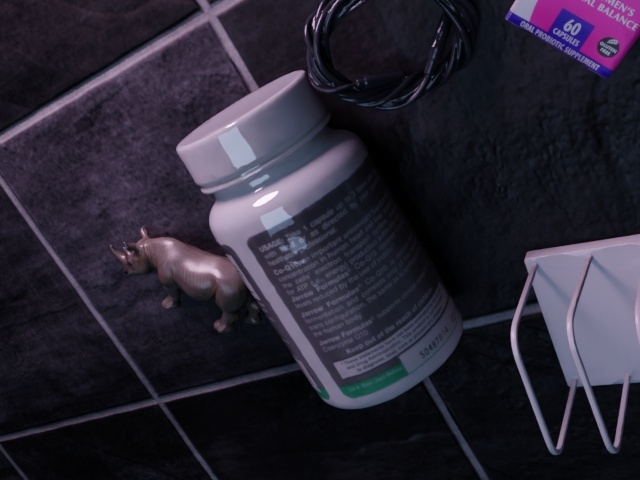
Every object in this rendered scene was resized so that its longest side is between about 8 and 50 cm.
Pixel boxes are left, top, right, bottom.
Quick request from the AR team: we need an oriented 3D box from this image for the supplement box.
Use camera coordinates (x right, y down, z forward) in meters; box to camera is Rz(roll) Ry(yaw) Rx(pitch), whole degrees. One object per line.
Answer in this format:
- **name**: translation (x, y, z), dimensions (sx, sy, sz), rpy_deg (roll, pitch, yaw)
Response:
- **supplement box**: translation (0.273, -0.272, 0.726), dimensions (0.111, 0.114, 0.220), rpy_deg (32, 127, 6)

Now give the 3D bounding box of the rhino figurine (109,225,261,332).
- **rhino figurine**: translation (-0.196, 0.046, 1.190), dimensions (0.243, 0.073, 0.106), rpy_deg (20, 131, 15)

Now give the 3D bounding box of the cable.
- **cable**: translation (0.071, -0.212, 0.884), dimensions (0.184, 0.047, 0.150), rpy_deg (-33, 117, 12)

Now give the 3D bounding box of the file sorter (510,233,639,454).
- **file sorter**: translation (0.365, 0.114, 0.890), dimensions (0.278, 0.173, 0.193), rpy_deg (-10, 114, 32)

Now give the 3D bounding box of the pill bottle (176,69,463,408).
- **pill bottle**: translation (0.000, 0.000, 0.977), dimensions (0.204, 0.204, 0.361), rpy_deg (-19, 110, 34)
